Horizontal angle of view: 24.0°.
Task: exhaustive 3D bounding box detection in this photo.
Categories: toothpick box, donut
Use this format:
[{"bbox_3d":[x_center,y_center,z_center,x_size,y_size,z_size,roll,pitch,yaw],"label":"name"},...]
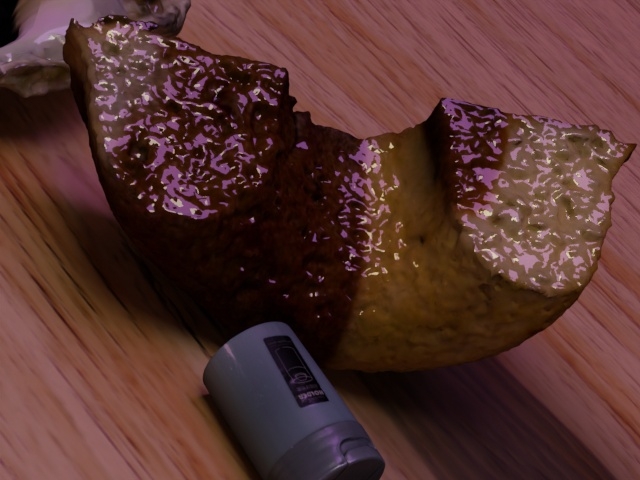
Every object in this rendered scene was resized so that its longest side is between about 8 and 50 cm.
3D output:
[{"bbox_3d":[-0.013,0.084,0.695,0.052,0.052,0.083,0,45,-47],"label":"toothpick box"},{"bbox_3d":[0.000,0.000,0.756,0.295,0.151,0.112,13,48,-15],"label":"donut"}]

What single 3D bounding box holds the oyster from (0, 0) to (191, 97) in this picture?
[{"bbox_3d":[-0.197,-0.150,0.762,0.354,0.107,0.201,19,45,-46],"label":"oyster"}]
